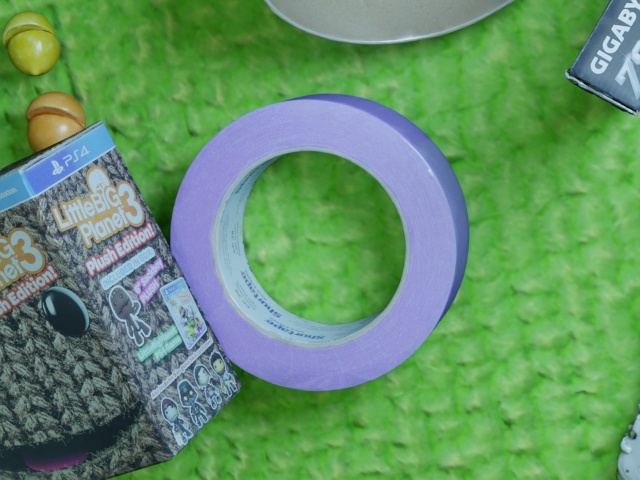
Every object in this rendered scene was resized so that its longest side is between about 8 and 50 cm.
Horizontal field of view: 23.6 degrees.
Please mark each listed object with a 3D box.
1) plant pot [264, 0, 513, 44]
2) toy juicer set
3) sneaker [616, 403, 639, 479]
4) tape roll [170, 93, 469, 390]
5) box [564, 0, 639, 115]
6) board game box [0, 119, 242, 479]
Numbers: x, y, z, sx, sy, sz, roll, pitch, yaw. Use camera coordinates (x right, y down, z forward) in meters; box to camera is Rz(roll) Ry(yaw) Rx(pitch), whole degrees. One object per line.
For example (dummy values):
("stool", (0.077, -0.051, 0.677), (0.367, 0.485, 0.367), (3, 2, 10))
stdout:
("plant pot", (0.063, -0.331, 1.321), (0.284, 0.284, 0.191), (-22, 58, 16))
("toy juicer set", (-0.370, -0.172, 1.524), (0.209, 0.089, 0.329), (-40, 88, 17))
("sneaker", (0.329, 0.176, 1.400), (0.129, 0.111, 0.297), (-3, 97, 20))
("tape roll", (0.000, 0.000, 1.460), (0.274, 0.090, 0.275), (2, 99, 14))
("box", (0.307, -0.250, 1.234), (0.073, 0.293, 0.295), (30, 106, 8))
("board game box", (-0.255, 0.075, 1.432), (0.232, 0.141, 0.291), (-22, 101, 30))
